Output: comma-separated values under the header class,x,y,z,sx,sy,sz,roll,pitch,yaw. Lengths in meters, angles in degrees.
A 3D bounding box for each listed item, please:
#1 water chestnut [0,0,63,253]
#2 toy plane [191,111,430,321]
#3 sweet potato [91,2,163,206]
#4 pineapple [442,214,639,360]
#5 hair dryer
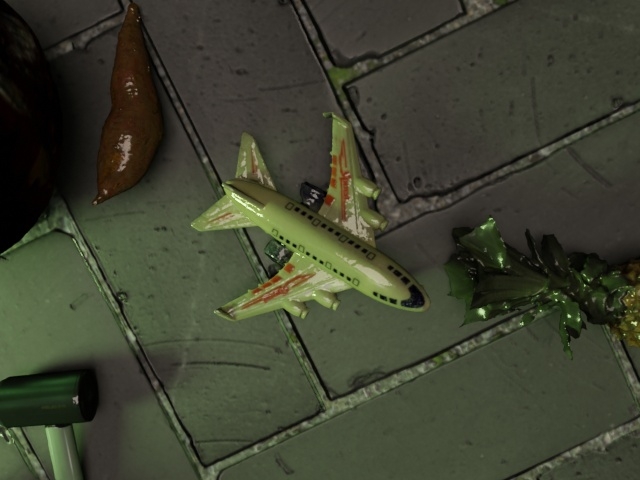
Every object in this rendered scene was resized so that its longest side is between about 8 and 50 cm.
class,x,y,z,sx,sy,sz,roll,pitch,yaw
water chestnut,-0.400,-0.068,0.526,0.334,0.335,0.347,-12,59,0
toy plane,0.000,0.000,0.644,0.256,0.104,0.242,31,92,-3
sweet potato,-0.194,-0.141,0.652,0.068,0.068,0.226,6,82,-1
pineapple,0.274,0.047,0.648,0.277,0.119,0.130,8,114,1
hair dryer,-0.294,0.242,0.692,0.100,0.057,0.198,-7,101,2
